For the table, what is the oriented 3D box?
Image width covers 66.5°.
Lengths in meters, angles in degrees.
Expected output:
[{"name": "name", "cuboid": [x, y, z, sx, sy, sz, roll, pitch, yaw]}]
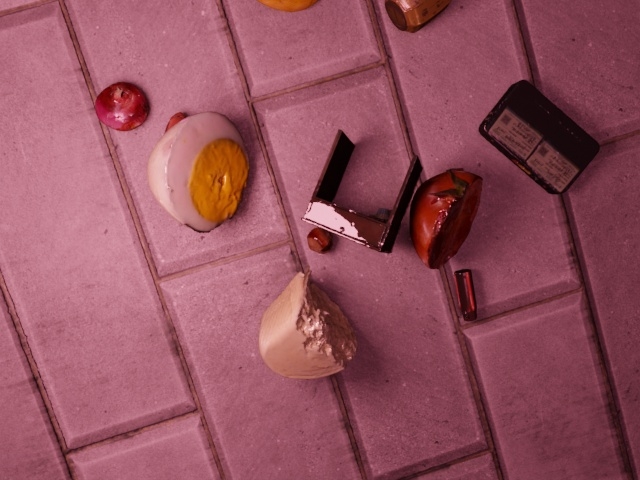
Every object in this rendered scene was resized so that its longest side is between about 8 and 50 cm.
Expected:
[{"name": "table", "cuboid": [0.129, -0.137, 1.423, 0.250, 0.196, 0.282, 23, 93, 18]}]

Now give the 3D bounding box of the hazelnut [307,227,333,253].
[{"name": "hazelnut", "cuboid": [0.000, 0.000, 1.526, 0.086, 0.086, 0.087, 0, 95, -4]}]

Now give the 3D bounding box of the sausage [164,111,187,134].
[{"name": "sausage", "cuboid": [-0.432, -0.313, 1.467, 0.076, 0.076, 0.141, 23, 93, -6]}]

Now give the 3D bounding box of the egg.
[{"name": "egg", "cuboid": [-0.372, -0.195, 1.391, 0.200, 0.337, 0.338, 7, 95, 31]}]

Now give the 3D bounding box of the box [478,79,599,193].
[{"name": "box", "cuboid": [0.696, -0.325, 1.558, 0.350, 0.058, 0.211, 39, 93, -6]}]

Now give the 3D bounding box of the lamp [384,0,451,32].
[{"name": "lamp", "cuboid": [0.294, -0.721, 1.446, 0.185, 0.161, 0.161, -39, 96, -4]}]

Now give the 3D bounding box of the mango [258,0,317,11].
[{"name": "mango", "cuboid": [-0.115, -0.764, 1.433, 0.261, 0.109, 0.158, 10, 90, -7]}]

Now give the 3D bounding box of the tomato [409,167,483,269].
[{"name": "tomato", "cuboid": [0.351, -0.079, 1.484, 0.170, 0.309, 0.309, 34, 92, 31]}]

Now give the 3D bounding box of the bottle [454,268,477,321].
[{"name": "bottle", "cuboid": [0.472, 0.179, 1.582, 0.060, 0.060, 0.165, -11, 96, -3]}]

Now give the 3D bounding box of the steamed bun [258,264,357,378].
[{"name": "steamed bun", "cuboid": [-0.029, 0.278, 1.448, 0.272, 0.290, 0.273, 41, 109, -12]}]

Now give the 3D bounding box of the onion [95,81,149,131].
[{"name": "onion", "cuboid": [-0.576, -0.398, 1.414, 0.149, 0.140, 0.150, 2, 83, -17]}]

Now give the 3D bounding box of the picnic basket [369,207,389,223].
[{"name": "picnic basket", "cuboid": [0.192, -0.062, 1.539, 0.083, 0.065, 0.083, 17, 77, -10]}]
